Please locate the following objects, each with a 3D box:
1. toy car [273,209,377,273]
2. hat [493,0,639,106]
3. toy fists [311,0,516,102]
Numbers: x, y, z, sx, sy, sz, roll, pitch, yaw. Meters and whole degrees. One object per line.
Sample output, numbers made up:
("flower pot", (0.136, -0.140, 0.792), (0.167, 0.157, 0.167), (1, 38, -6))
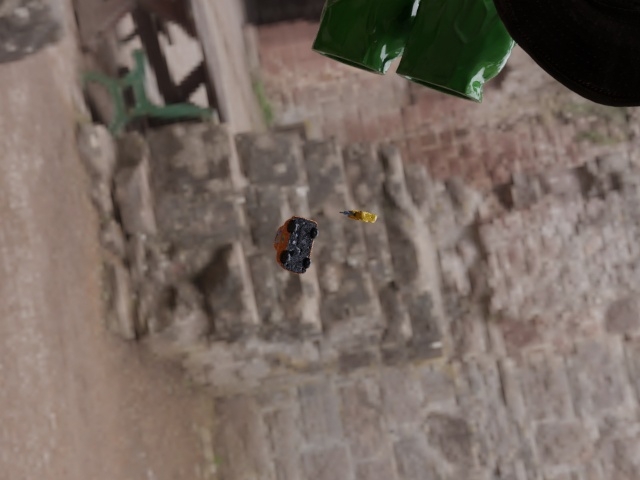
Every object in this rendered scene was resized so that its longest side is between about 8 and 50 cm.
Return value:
("toy car", (0.000, 0.000, 1.288), (0.040, 0.122, 0.060), (9, -78, 51))
("hat", (0.266, -0.270, 0.938), (0.134, 0.331, 0.331), (33, 43, -59))
("toy fists", (0.113, -0.252, 1.425), (0.279, 0.096, 0.142), (25, -84, 45))
